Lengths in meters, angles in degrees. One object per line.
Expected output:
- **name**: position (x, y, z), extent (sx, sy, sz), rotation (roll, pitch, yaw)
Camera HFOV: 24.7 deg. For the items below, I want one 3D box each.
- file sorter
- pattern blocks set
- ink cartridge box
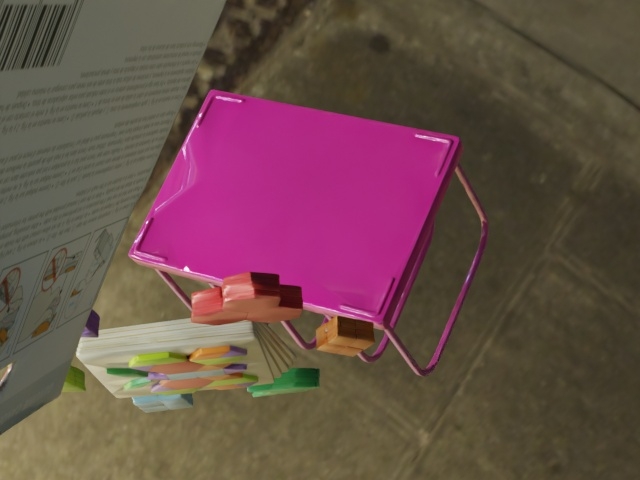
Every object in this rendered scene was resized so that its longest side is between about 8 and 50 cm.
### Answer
- **file sorter**: position (0.000, 0.000, 1.491), extent (0.290, 0.182, 0.202), rotation (14, 68, 28)
- **pattern blocks set**: position (-0.102, 0.092, 1.136), extent (0.285, 0.325, 0.026), rotation (-10, 72, 16)
- **ink cartridge box**: position (-0.138, -0.016, 0.599), extent (0.060, 0.239, 0.275), rotation (27, 14, 7)
